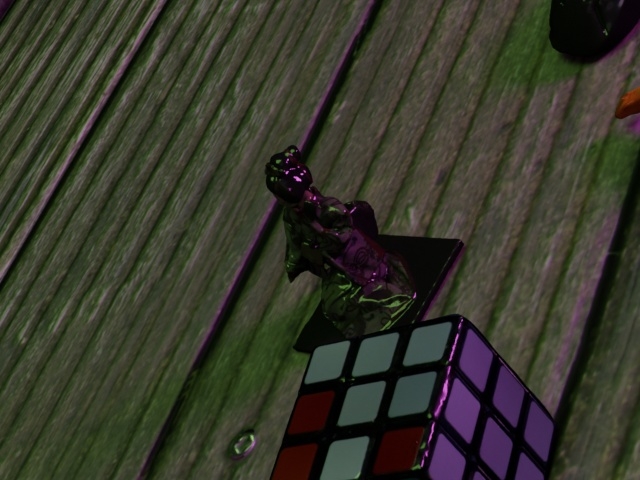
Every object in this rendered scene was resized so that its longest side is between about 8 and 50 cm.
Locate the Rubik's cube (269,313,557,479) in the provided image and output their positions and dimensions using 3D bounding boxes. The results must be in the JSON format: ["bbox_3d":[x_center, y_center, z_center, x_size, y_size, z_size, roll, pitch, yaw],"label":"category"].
[{"bbox_3d":[0.077,0.176,1.255,0.162,0.160,0.163,-15,41,37],"label":"Rubik's cube"}]

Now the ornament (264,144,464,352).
[{"bbox_3d":[0.000,0.000,1.514,0.166,0.196,0.153,2,53,50],"label":"ornament"}]

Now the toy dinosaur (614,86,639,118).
[{"bbox_3d":[0.379,-0.134,1.382,0.288,0.070,0.117,-13,54,46],"label":"toy dinosaur"}]

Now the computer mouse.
[{"bbox_3d":[0.313,-0.290,1.629,0.217,0.073,0.122,-51,33,-15],"label":"computer mouse"}]
